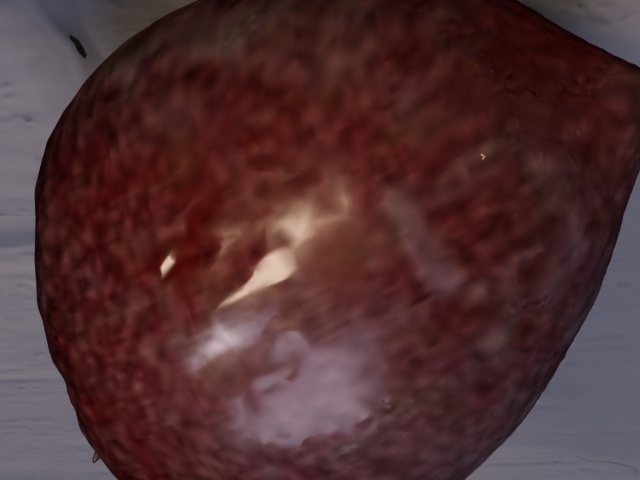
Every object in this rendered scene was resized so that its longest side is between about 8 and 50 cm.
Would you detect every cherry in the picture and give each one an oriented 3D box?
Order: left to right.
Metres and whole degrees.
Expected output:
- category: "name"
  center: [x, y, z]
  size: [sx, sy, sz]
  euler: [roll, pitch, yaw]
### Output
- category: "cherry"
  center: [0.000, 0.000, 0.653]
  size: [0.300, 0.230, 0.203]
  euler: [-31, 150, 25]
